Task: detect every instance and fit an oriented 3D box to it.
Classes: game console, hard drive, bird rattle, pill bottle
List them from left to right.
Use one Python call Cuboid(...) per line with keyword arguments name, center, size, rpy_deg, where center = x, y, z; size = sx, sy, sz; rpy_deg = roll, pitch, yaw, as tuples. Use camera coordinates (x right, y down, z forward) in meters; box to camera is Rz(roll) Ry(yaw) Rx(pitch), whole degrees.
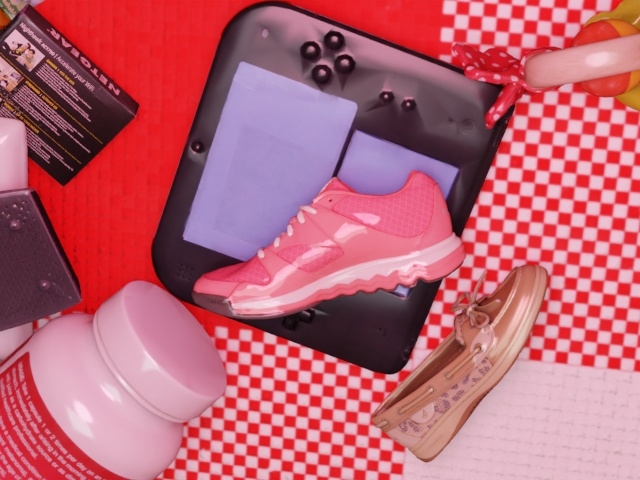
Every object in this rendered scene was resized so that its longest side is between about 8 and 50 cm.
Cuboid(name="hard drive", center=(-0.423, 0.031, 1.469), size=(0.254, 0.054, 0.172), rpy_deg=(-15, 116, 12))
Cuboid(name="pill bottle", center=(-0.318, 0.237, 1.504), size=(0.407, 0.229, 0.229), rpy_deg=(-39, 96, 16))
Cuboid(name="game console", center=(0.004, -0.059, 1.456), size=(0.342, 0.060, 0.387), rpy_deg=(22, 110, 2))
Cuboid(name="bird rattle", center=(0.278, -0.195, 1.301), size=(0.253, 0.207, 0.143), rpy_deg=(-4, 91, -17))

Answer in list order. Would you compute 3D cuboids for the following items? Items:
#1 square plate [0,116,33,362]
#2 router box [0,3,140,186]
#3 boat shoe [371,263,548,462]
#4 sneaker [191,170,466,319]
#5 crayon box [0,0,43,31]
Cuboid(name="square plate", center=(-0.529, 0.000, 1.521), size=(0.344, 0.049, 0.347), rpy_deg=(6, 118, 1))
Cuboid(name="router box", center=(-0.325, -0.170, 1.472), size=(0.133, 0.046, 0.179), rpy_deg=(-40, 111, 17))
Cuboid(name="boat shoe", center=(0.166, 0.137, 1.466), size=(0.089, 0.104, 0.285), rpy_deg=(32, 108, -3))
Cuboid(name="sneaker", center=(0.000, 0.000, 1.412), size=(0.313, 0.116, 0.136), rpy_deg=(-13, 97, 1))
Cuboid(name="crayon box", center=(-0.519, -0.280, 1.477), size=(0.323, 0.083, 0.203), rpy_deg=(-32, 98, 15))
